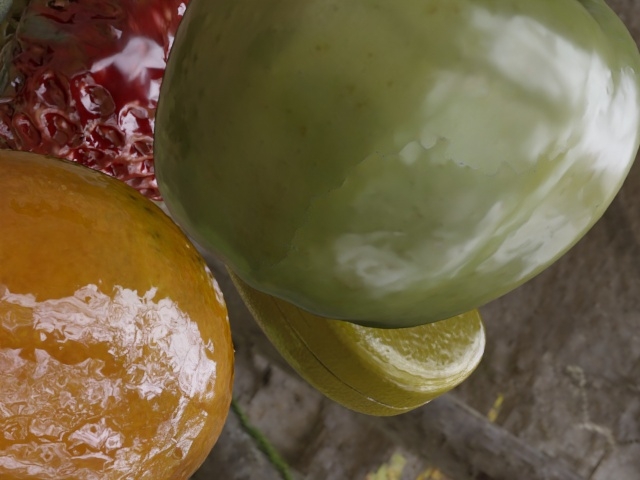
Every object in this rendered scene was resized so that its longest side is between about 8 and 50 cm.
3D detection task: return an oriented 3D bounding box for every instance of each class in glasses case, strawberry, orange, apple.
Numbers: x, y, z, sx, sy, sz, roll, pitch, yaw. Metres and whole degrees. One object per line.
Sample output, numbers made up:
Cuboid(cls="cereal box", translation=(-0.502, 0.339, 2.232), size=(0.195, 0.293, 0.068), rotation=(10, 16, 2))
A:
Cuboid(cls="glasses case", translation=(0.000, 0.000, 1.120), size=(0.173, 0.371, 0.141), rotation=(-24, 171, -35))
Cuboid(cls="strawberry", translation=(-0.214, -0.178, 1.351), size=(0.295, 0.345, 0.317), rotation=(-59, -149, 23))
Cuboid(cls="orange", translation=(-0.161, 0.049, 0.545), size=(0.240, 0.240, 0.171), rotation=(122, -28, -52))
Cuboid(cls="apple", translation=(0.055, -0.107, 0.880), size=(0.357, 0.357, 0.357), rotation=(-57, 180, -1))

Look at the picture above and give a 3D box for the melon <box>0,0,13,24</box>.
Cuboid(cls="melon", translation=(-0.217, -0.147, 0.633), size=(0.098, 0.098, 0.131), rotation=(-57, -155, -9))
